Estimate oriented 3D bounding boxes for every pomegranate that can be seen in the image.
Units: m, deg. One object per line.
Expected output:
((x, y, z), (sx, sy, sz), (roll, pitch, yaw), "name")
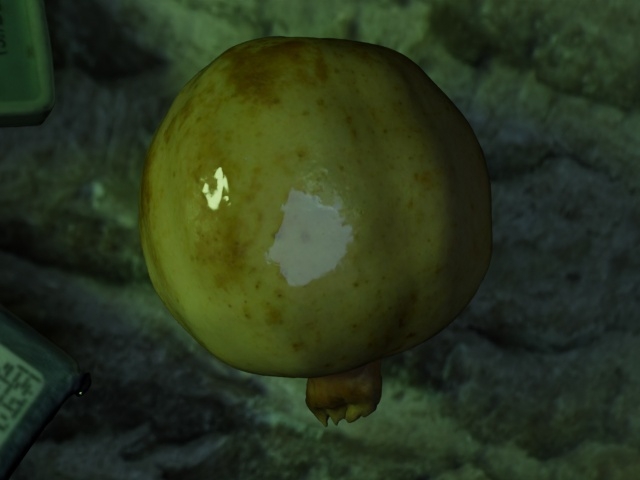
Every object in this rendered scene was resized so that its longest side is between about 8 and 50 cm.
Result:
((-0.002, -0.017, 0.491), (0.207, 0.207, 0.207), (-3, 105, -11), "pomegranate")

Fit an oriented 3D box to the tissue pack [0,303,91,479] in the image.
((-0.337, 0.066, 0.439), (0.361, 0.122, 0.259), (40, 62, -17), "tissue pack")

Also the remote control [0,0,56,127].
((-0.282, -0.110, 0.422), (0.286, 0.038, 0.123), (-6, 81, -32), "remote control")
